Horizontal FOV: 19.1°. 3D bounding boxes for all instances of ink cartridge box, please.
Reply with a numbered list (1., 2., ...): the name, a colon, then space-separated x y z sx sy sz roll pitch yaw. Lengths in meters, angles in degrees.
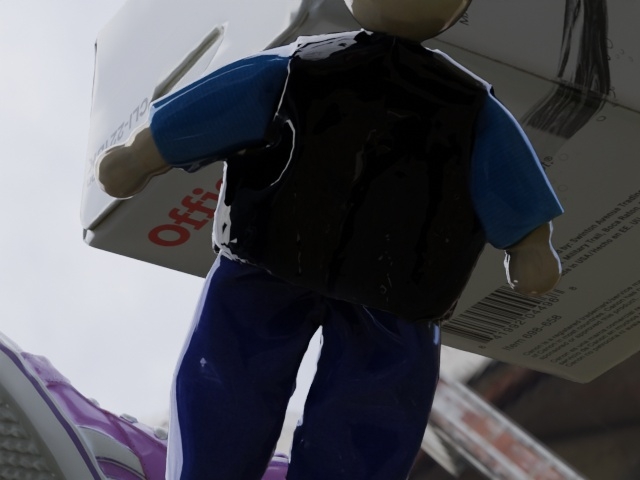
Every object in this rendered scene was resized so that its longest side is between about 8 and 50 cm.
1. ink cartridge box: 0.061 -0.052 0.806 0.273 0.114 0.197 16 -35 -28

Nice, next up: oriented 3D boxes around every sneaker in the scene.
1. sneaker: -0.099 0.132 1.024 0.282 0.102 0.161 50 -141 -2

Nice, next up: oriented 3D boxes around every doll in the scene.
1. doll: 0.000 0.000 0.515 0.129 0.046 0.189 18 -73 5
